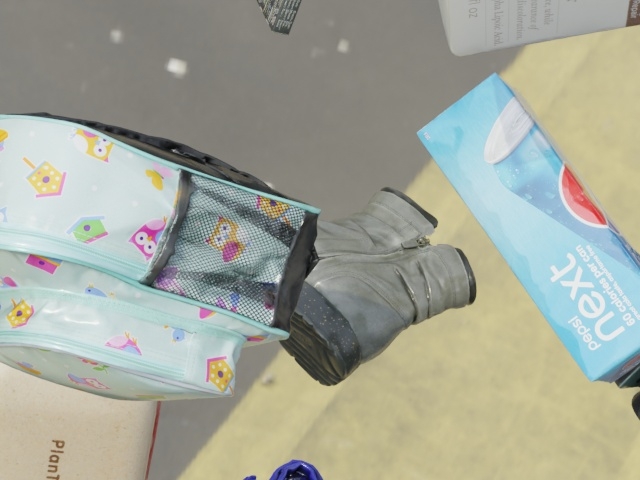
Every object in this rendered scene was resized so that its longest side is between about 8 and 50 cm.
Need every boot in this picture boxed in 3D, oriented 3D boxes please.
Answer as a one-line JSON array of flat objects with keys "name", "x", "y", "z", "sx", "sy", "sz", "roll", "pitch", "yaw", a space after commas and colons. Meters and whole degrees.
[{"name": "boot", "x": 0.000, "y": 0.000, "z": 1.327, "sx": 0.161, "sy": 0.083, "sz": 0.246, "roll": -31, "pitch": 63, "yaw": -28}]

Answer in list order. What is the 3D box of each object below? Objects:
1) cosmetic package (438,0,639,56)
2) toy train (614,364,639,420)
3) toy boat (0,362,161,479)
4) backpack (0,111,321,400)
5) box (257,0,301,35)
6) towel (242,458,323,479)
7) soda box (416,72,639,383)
[{"name": "cosmetic package", "x": 0.172, "y": -0.177, "z": 0.845, "sx": 0.231, "sy": 0.117, "sz": 0.085, "roll": -9, "pitch": 62, "yaw": 3}, {"name": "toy train", "x": 0.434, "y": 0.060, "z": 1.766, "sx": 0.142, "sy": 0.334, "sz": 0.190, "roll": -2, "pitch": 49, "yaw": -44}, {"name": "toy boat", "x": -0.211, "y": 0.139, "z": 1.309, "sx": 0.151, "sy": 0.231, "sz": 0.151, "roll": 8, "pitch": 23, "yaw": -11}, {"name": "backpack", "x": -0.120, "y": 0.010, "z": 0.886, "sx": 0.188, "sy": 0.166, "sz": 0.144, "roll": 29, "pitch": 73, "yaw": -24}, {"name": "box", "x": -0.034, "y": -0.251, "z": 1.561, "sx": 0.018, "sy": 0.083, "sz": 0.067, "roll": 8, "pitch": 33, "yaw": -24}, {"name": "towel", "x": -0.059, "y": 0.302, "z": 1.056, "sx": 0.076, "sy": 0.308, "sz": 0.227, "roll": 15, "pitch": 56, "yaw": 10}, {"name": "soda box", "x": 0.157, "y": -0.008, "z": 1.094, "sx": 0.210, "sy": 0.071, "sz": 0.067, "roll": 56, "pitch": 14, "yaw": 17}]
